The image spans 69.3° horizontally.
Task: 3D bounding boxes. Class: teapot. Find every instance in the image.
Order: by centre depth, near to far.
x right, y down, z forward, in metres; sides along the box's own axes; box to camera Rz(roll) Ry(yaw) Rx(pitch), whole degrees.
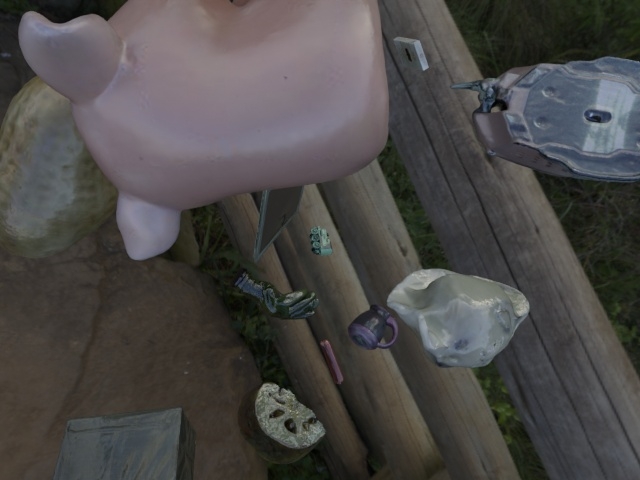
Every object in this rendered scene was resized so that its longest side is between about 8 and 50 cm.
[{"bbox_3d":[0.181,0.285,1.545,0.146,0.148,0.116,-48,122,-30],"label":"teapot"}]

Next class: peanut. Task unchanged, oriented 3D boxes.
[{"bbox_3d":[-0.284,-0.098,0.522,0.122,0.137,0.253,33,104,29],"label":"peanut"}]

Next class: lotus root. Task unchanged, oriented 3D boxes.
[{"bbox_3d":[-0.109,0.480,1.199,0.234,0.119,0.138,38,45,1],"label":"lotus root"}]

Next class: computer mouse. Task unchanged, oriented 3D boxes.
[{"bbox_3d":[0.402,-0.190,0.766,0.388,0.115,0.200,18,80,18],"label":"computer mouse"}]

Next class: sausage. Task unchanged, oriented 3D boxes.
[{"bbox_3d":[0.037,0.381,1.455,0.030,0.035,0.147,-20,92,9],"label":"sausage"}]

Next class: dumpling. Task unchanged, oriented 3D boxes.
[{"bbox_3d":[0.291,0.160,1.023,0.317,0.187,0.243,-12,38,-32],"label":"dumpling"}]

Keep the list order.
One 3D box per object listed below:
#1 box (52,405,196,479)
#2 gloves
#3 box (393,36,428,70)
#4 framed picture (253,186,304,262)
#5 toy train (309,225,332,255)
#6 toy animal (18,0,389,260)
[{"bbox_3d":[-0.384,0.443,0.935,0.231,0.149,0.156,-6,49,-4],"label":"box"},{"bbox_3d":[-0.127,0.161,1.299,0.267,0.135,0.107,22,84,-23],"label":"gloves"},{"bbox_3d":[0.287,-0.596,1.472,0.024,0.167,0.090,-30,120,2],"label":"box"},{"bbox_3d":[-0.093,-0.098,1.153,0.015,0.217,0.273,22,37,10],"label":"framed picture"},{"bbox_3d":[0.000,0.000,1.196,0.053,0.033,0.083,-3,54,-6],"label":"toy train"},{"bbox_3d":[-0.060,-0.134,0.381,0.255,0.195,0.213,-12,45,-1],"label":"toy animal"}]
